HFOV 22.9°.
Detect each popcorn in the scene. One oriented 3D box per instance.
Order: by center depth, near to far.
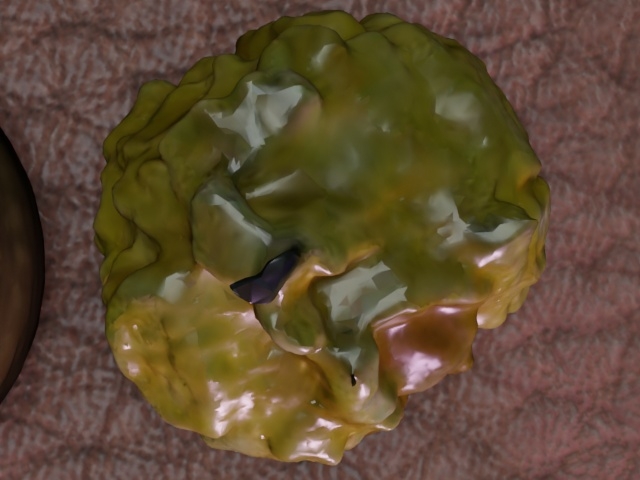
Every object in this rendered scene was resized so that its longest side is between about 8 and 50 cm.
[{"bbox_3d":[-0.001,-0.005,0.817,0.249,0.225,0.249,1,85,-8],"label":"popcorn"}]

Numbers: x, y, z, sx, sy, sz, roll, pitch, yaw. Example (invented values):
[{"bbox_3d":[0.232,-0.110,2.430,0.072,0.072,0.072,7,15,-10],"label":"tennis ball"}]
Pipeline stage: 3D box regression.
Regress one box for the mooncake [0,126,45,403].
[{"bbox_3d":[-0.291,0.013,0.834,0.285,0.155,0.284,0,86,-4],"label":"mooncake"}]
